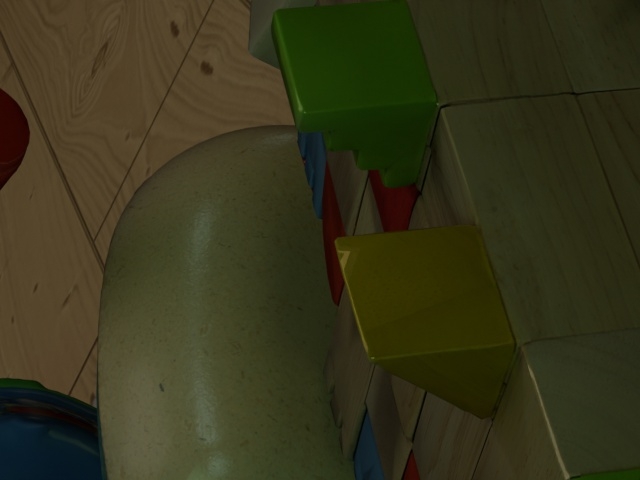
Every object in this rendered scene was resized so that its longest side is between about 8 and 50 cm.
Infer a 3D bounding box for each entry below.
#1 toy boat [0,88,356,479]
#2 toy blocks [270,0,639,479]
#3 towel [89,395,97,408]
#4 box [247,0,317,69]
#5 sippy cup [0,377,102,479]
[{"bbox_3d":[-0.082,0.036,0.921,0.148,0.318,0.267,-37,34,42],"label":"toy boat"},{"bbox_3d":[0.070,0.027,0.767,0.261,0.190,0.381,102,158,-53],"label":"toy blocks"},{"bbox_3d":[-0.181,0.170,1.436,0.152,0.023,0.113,-54,25,30],"label":"towel"},{"bbox_3d":[0.100,-0.201,0.981,0.311,0.148,0.121,-49,26,36],"label":"box"},{"bbox_3d":[-0.164,0.182,1.026,0.305,0.240,0.224,-61,5,-13],"label":"sippy cup"}]
